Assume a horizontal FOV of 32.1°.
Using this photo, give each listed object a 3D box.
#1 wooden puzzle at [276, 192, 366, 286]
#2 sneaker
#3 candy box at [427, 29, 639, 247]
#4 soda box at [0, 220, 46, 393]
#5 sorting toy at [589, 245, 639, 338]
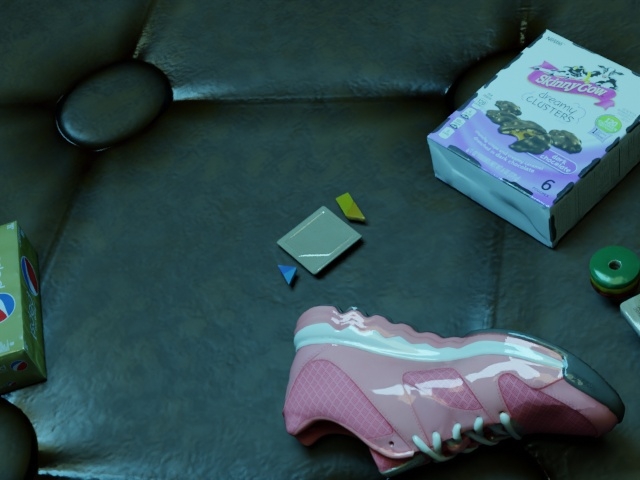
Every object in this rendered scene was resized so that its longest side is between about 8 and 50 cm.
[{"bbox_3d":[0.000,0.000,1.179,0.116,0.014,0.078,-33,47,-12],"label":"wooden puzzle"},{"bbox_3d":[0.107,0.153,0.982,0.313,0.116,0.136,7,64,28],"label":"sneaker"},{"bbox_3d":[0.239,-0.111,1.162,0.196,0.070,0.165,-42,54,-18],"label":"candy box"},{"bbox_3d":[-0.333,0.070,1.182,0.058,0.061,0.181,-17,49,1],"label":"soda box"},{"bbox_3d":[0.361,0.093,0.981,0.132,0.046,0.274,-26,50,-6],"label":"sorting toy"}]
